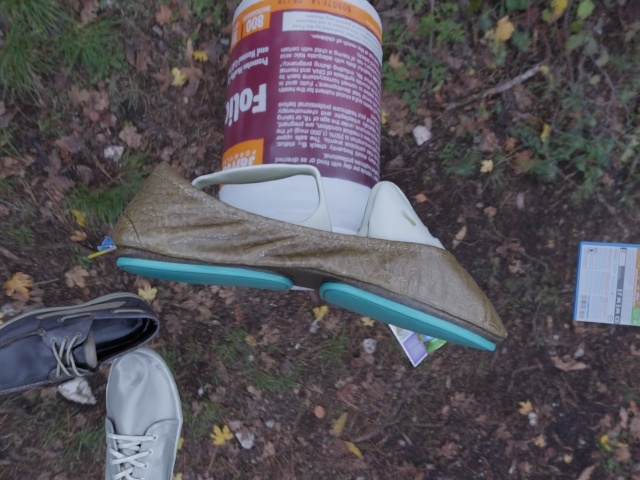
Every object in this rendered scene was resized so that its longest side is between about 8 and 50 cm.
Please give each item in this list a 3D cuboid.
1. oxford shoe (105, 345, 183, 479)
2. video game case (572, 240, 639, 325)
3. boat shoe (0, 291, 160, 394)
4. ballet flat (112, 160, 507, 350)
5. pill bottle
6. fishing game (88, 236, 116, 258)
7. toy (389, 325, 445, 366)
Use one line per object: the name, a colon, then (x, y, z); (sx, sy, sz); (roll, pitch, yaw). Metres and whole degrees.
oxford shoe: (-0.396, 0.456, 1.264); (0.169, 0.130, 0.449); (2, 91, 5)
video game case: (0.462, 0.065, 0.850); (0.166, 0.015, 0.119); (4, 96, 13)
boat shoe: (-0.462, 0.186, 1.082); (0.355, 0.130, 0.132); (-24, 113, -42)
ballet flat: (0.000, 0.000, 0.500); (0.343, 0.116, 0.124); (12, 78, 2)
pill bottle: (-0.027, -0.133, 0.830); (0.224, 0.224, 0.392); (6, 78, -16)
fishing game: (-0.412, -0.029, 1.306); (0.189, 0.264, 0.041); (-17, 105, 17)
toy: (0.150, 0.078, 0.995); (0.137, 0.056, 0.237); (-30, 93, -45)
